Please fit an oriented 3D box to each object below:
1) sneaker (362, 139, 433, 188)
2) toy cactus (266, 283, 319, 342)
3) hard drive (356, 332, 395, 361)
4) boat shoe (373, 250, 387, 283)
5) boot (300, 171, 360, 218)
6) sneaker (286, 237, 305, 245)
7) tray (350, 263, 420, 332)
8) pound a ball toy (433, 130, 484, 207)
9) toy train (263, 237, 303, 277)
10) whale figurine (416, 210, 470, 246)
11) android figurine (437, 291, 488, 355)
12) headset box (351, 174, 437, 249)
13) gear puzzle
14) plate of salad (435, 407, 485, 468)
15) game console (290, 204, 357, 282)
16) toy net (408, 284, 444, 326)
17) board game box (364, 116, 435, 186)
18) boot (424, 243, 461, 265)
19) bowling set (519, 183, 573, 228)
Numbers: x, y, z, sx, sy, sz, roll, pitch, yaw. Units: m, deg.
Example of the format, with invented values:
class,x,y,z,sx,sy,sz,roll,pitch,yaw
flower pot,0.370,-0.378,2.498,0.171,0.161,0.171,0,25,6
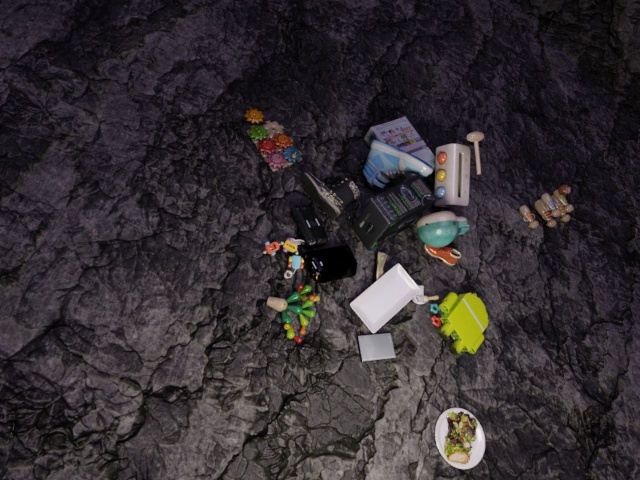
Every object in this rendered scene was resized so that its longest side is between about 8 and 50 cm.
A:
class,x,y,z,sx,sy,sz,roll,pitch,yaw
sneaker,0.324,-0.295,1.805,0.319,0.208,0.127,35,19,35
toy cactus,-0.108,0.247,1.496,0.181,0.112,0.218,17,69,3
hard drive,0.209,0.401,1.546,0.135,0.022,0.094,-1,65,-17
boat shoe,0.246,0.115,1.680,0.048,0.056,0.153,13,54,-5
boot,0.044,-0.227,1.773,0.179,0.085,0.236,-39,86,-30
sneaker,-0.097,0.013,1.648,0.083,0.032,0.036,8,79,-10
tray,0.254,0.225,1.617,0.270,0.030,0.145,-37,84,-18
pound a ball toy,0.602,-0.314,1.835,0.136,0.208,0.318,2,90,-26
toy train,-0.139,0.062,1.603,0.125,0.046,0.166,-34,83,-10
whale figurine,0.534,-0.036,1.761,0.272,0.216,0.141,8,71,-42
android figurine,0.571,0.319,1.634,0.273,0.056,0.248,-42,101,-32
headset box,0.290,-0.108,1.691,0.283,0.246,0.131,-26,74,-26
gear puzzle,-0.222,-0.471,1.836,0.176,0.044,0.338,-27,74,-25
plate of salad,0.505,0.704,1.470,0.200,0.048,0.199,6,63,-12
game console,0.000,0.000,1.653,0.213,0.044,0.361,-8,60,-36
toy net,0.443,0.271,1.668,0.232,0.045,0.122,34,62,4
board game box,0.385,-0.425,1.961,0.224,0.097,0.303,-23,74,-26
boot,0.530,0.045,1.780,0.158,0.084,0.059,29,62,1
bowling set,1.144,-0.161,2.000,0.287,0.200,0.154,-19,72,-19
